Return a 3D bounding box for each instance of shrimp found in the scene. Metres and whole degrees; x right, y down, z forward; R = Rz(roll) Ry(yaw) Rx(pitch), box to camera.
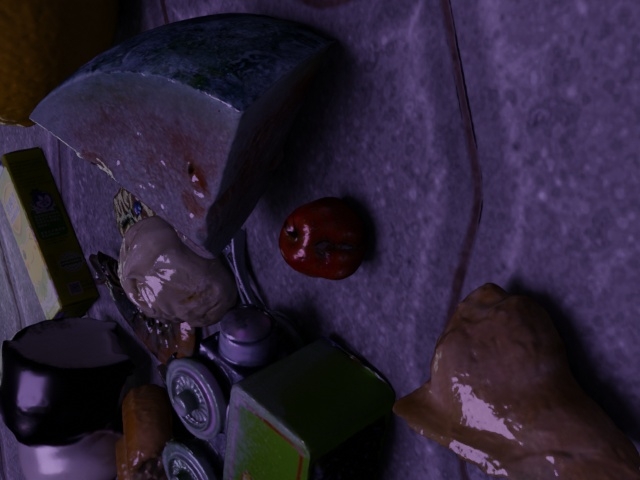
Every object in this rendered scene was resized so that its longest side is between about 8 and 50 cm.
[{"bbox_3d":[-0.277,0.070,1.319,0.296,0.058,0.169,42,128,32],"label":"shrimp"}]

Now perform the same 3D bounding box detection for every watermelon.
[{"bbox_3d":[-0.137,-0.103,0.917,0.387,0.228,0.258,2,114,45],"label":"watermelon"}]

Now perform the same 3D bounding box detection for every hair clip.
[{"bbox_3d":[-0.096,0.039,1.064,0.039,0.030,0.115,-33,77,54],"label":"hair clip"}]

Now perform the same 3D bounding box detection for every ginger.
[{"bbox_3d":[0.170,0.114,0.666,0.193,0.115,0.122,22,106,36],"label":"ginger"}]

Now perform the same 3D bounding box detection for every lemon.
[{"bbox_3d":[-0.426,-0.322,1.139,0.336,0.336,0.336,27,125,46],"label":"lemon"}]

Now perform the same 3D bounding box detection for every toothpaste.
[{"bbox_3d":[-0.520,-0.007,1.600,0.110,0.077,0.327,-39,72,55],"label":"toothpaste"}]

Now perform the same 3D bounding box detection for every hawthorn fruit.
[{"bbox_3d":[0.000,0.000,0.860,0.093,0.093,0.093,27,125,46],"label":"hawthorn fruit"}]

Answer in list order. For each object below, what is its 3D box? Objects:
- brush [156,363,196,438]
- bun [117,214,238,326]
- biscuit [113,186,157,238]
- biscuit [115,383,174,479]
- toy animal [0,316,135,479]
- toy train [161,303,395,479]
[{"bbox_3d":[-0.197,0.269,1.309,0.190,0.034,0.027,56,159,21],"label":"brush"},{"bbox_3d":[-0.198,0.056,1.116,0.183,0.102,0.183,30,148,21],"label":"bun"},{"bbox_3d":[-0.233,-0.064,1.205,0.320,0.047,0.183,-16,88,57],"label":"biscuit"},{"bbox_3d":[-0.277,0.348,1.340,0.213,0.091,0.274,-112,22,-57],"label":"biscuit"},{"bbox_3d":[-0.436,0.308,1.487,0.251,0.251,0.310,28,120,46],"label":"toy animal"},{"bbox_3d":[-0.054,0.237,0.982,0.249,0.173,0.307,33,129,32],"label":"toy train"}]
